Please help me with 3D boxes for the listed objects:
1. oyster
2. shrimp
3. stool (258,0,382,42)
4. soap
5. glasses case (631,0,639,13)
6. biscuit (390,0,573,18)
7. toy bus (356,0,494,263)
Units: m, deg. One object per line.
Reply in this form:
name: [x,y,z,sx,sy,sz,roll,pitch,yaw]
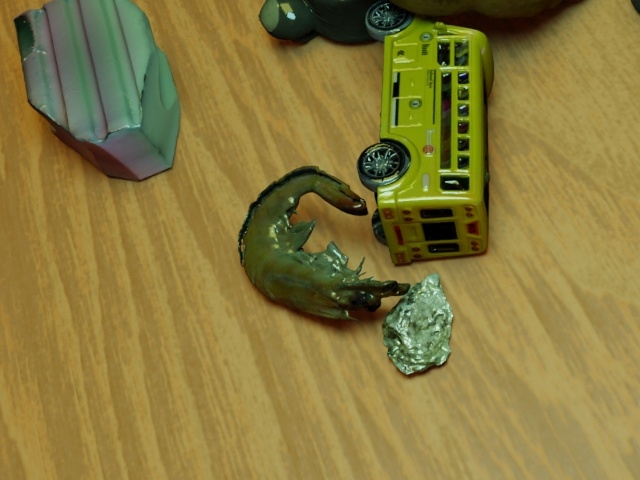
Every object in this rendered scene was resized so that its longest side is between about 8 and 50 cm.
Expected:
oyster: [0.110,0.093,1.216,0.098,0.037,0.100,-30,52,-3]
shrimp: [0.001,0.000,1.271,0.253,0.058,0.173,7,84,40]
stool: [0.030,-0.351,1.500,0.228,0.139,0.153,-39,51,-14]
soap: [-0.307,-0.221,1.543,0.193,0.109,0.323,-23,51,3]
glasses case: [0.478,-0.255,1.277,0.074,0.131,0.323,-31,51,-8]
biscuit: [0.173,-0.394,1.409,0.381,0.074,0.359,7,46,-13]
toy bus: [0.131,-0.144,1.314,0.151,0.145,0.331,-3,58,13]
